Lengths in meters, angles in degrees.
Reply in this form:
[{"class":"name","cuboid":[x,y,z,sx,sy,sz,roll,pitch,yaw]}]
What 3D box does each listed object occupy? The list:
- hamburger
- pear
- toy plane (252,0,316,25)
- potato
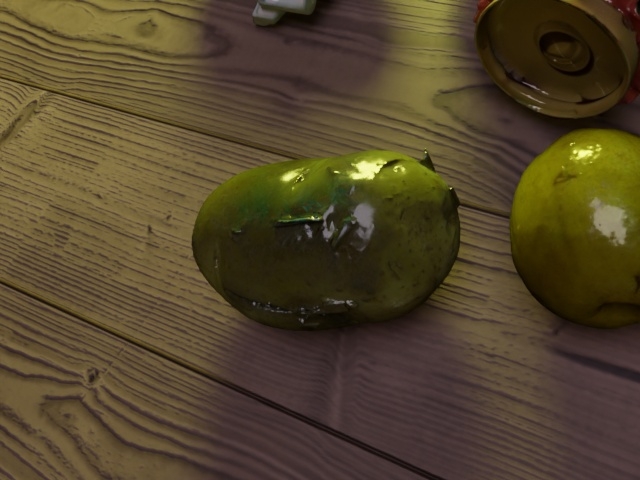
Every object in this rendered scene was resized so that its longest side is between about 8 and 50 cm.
[{"class":"hamburger","cuboid":[0.234,-0.205,0.604,0.175,0.175,0.137,28,68,25]},{"class":"pear","cuboid":[0.223,-0.010,0.535,0.149,0.149,0.162,-14,60,13]},{"class":"toy plane","cuboid":[-0.039,-0.387,0.780,0.267,0.122,0.267,-1,88,23]},{"class":"potato","cuboid":[0.000,0.000,0.608,0.248,0.143,0.169,1,60,19]}]
